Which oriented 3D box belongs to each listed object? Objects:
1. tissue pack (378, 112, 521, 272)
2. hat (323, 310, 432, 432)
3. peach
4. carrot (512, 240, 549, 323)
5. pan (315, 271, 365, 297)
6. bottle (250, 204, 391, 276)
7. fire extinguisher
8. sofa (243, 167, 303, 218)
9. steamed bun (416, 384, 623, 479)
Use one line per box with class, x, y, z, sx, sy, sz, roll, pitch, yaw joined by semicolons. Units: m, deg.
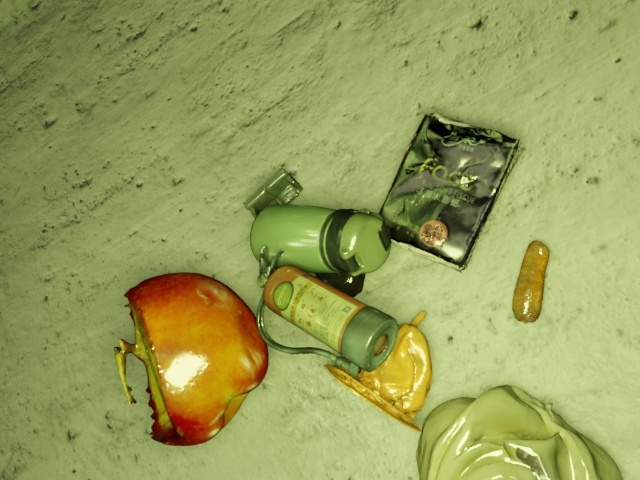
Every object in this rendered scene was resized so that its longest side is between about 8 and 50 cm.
tissue pack;0.288;-0.120;1.156;0.245;0.123;0.332;25;87;22
hat;0.167;0.251;1.103;0.233;0.244;0.233;40;73;-12
peach;-0.293;0.267;1.179;0.406;0.310;0.335;53;137;34
carrot;0.456;0.087;1.077;0.060;0.060;0.186;9;78;23
pan;0.027;0.057;1.251;0.128;0.048;0.202;-35;67;10
bottle;0.002;-0.001;1.162;0.347;0.168;0.168;4;78;41
fire extinguisher;-0.033;0.163;1.047;0.376;0.113;0.200;27;84;37
sofa;-0.123;-0.114;1.331;0.147;0.085;0.060;-41;64;7
steamed bun;0.342;0.453;0.922;0.368;0.255;0.342;39;95;26
